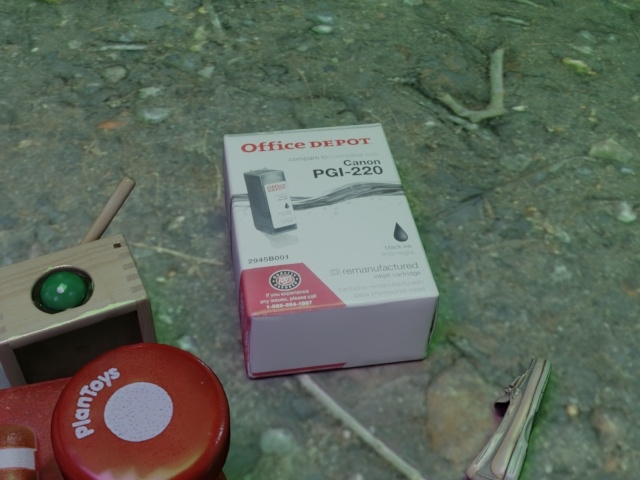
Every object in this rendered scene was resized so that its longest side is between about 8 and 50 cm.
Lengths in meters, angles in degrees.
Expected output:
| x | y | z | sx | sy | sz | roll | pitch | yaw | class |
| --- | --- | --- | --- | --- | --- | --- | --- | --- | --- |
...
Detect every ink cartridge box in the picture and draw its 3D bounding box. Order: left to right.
| x | y | z | sx | sy | sz | roll | pitch | yaw | class |
| --- | --- | --- | --- | --- | --- | --- | --- | --- | --- |
| 0.000 | 0.000 | 0.709 | 0.158 | 0.092 | 0.218 | -5 | 47 | -9 | ink cartridge box |

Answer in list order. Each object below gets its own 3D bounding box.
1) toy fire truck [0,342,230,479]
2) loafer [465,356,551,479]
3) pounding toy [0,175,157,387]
| x | y | z | sx | sy | sz | roll | pitch | yaw | class |
| --- | --- | --- | --- | --- | --- | --- | --- | --- | --- |
| -0.163 | 0.211 | 0.447 | 0.253 | 0.169 | 0.302 | -9 | 52 | -13 | toy fire truck |
| 0.150 | 0.139 | 0.626 | 0.039 | 0.045 | 0.125 | 15 | 51 | 19 | loafer |
| -0.187 | 0.047 | 0.620 | 0.130 | 0.141 | 0.100 | -17 | 51 | -19 | pounding toy |
